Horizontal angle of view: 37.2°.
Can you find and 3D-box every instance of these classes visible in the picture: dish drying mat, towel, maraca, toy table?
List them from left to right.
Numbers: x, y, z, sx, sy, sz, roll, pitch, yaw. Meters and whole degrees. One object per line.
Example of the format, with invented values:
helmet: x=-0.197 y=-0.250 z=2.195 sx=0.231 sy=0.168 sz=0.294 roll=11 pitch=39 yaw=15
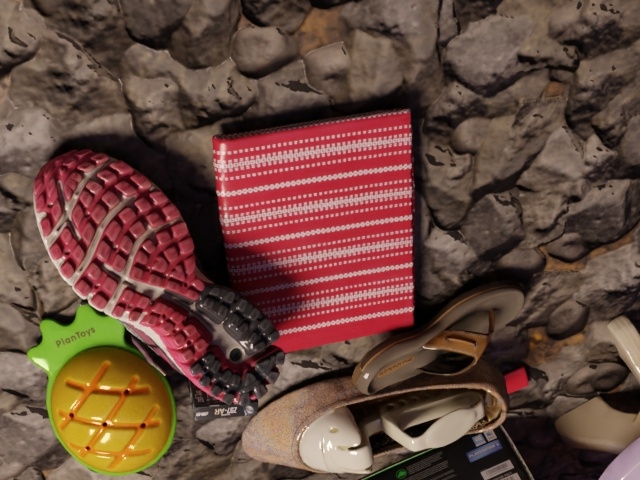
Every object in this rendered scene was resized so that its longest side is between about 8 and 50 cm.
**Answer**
maraca: x=-0.221 y=0.153 z=0.970 sx=0.127 sy=0.099 sz=0.186 roll=-24 pitch=100 yaw=-2
towel: x=0.000 y=0.000 z=0.969 sx=0.198 sy=0.031 sz=0.275 roll=-11 pitch=125 yaw=-10
dish drying mat: x=0.213 y=0.181 z=1.167 sx=0.083 sy=0.008 sz=0.032 roll=-21 pitch=124 yaw=-1
toy table: x=0.427 y=0.221 z=1.164 sx=0.274 sy=0.161 sz=0.252 roll=-21 pitch=126 yaw=-3

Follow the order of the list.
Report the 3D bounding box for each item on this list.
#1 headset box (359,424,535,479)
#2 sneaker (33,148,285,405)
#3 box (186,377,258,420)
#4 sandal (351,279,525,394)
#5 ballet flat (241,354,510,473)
headset box: x=0.175 y=0.410 z=1.233 sx=0.246 sy=0.131 sz=0.283 roll=-24 pitch=126 yaw=0
sneaker: x=-0.166 y=0.044 z=0.906 sx=0.121 sy=0.112 sz=0.299 roll=-46 pitch=115 yaw=-21
box: x=-0.105 y=0.153 z=1.007 sx=0.067 sy=0.083 sz=0.018 roll=-3 pitch=123 yaw=-15
sandal: x=0.138 y=0.118 z=1.048 sx=0.219 sy=0.060 sz=0.090 roll=-24 pitch=143 yaw=-19
ballet flat: x=0.067 y=0.205 z=1.079 sx=0.316 sy=0.106 sz=0.108 roll=-17 pitch=119 yaw=-5
